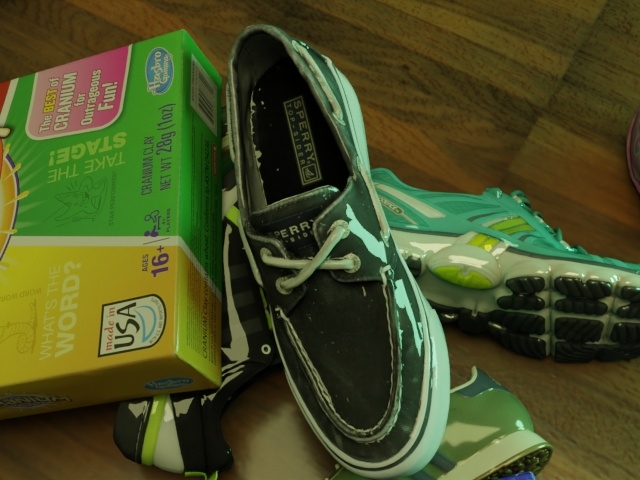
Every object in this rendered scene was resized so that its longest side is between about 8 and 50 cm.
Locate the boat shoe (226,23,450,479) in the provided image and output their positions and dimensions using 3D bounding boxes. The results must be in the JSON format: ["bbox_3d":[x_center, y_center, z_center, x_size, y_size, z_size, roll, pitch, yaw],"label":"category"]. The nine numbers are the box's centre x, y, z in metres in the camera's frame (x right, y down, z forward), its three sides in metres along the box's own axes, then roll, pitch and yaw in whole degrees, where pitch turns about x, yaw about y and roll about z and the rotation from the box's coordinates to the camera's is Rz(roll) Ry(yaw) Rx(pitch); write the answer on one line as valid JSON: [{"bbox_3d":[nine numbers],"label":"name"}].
[{"bbox_3d":[0.000,0.000,0.543,0.108,0.102,0.301,-17,71,18],"label":"boat shoe"}]

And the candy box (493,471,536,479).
[{"bbox_3d":[0.008,0.290,0.419,0.317,0.122,0.268,-12,56,-17],"label":"candy box"}]

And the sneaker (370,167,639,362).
[{"bbox_3d":[0.140,0.008,0.619,0.275,0.107,0.110,16,55,10],"label":"sneaker"}]

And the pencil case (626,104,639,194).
[{"bbox_3d":[0.380,-0.080,0.644,0.284,0.124,0.124,-4,62,-1],"label":"pencil case"}]

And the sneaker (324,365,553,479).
[{"bbox_3d":[0.050,0.148,0.573,0.192,0.064,0.086,-23,51,-6],"label":"sneaker"}]

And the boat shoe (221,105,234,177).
[{"bbox_3d":[-0.094,-0.072,0.677,0.223,0.080,0.073,-33,71,-10],"label":"boat shoe"}]

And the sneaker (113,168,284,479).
[{"bbox_3d":[-0.065,0.062,0.616,0.097,0.084,0.235,19,71,0],"label":"sneaker"}]

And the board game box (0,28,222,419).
[{"bbox_3d":[-0.224,0.004,0.600,0.316,0.064,0.242,-12,61,15],"label":"board game box"}]
